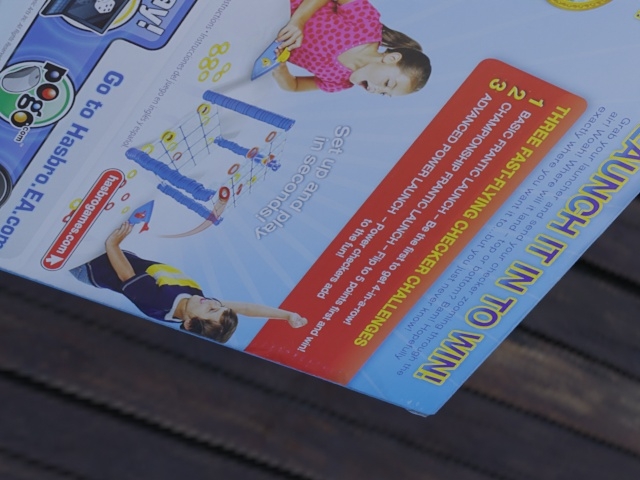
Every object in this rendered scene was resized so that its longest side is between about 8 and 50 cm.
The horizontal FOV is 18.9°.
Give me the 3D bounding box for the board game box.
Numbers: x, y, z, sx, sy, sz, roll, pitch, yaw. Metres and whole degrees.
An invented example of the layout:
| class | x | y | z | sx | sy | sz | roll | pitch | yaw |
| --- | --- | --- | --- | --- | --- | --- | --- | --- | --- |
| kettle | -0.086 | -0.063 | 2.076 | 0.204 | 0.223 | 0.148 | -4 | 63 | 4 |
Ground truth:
| class | x | y | z | sx | sy | sz | roll | pitch | yaw |
| --- | --- | --- | --- | --- | --- | --- | --- | --- | --- |
| board game box | 0.006 | -0.087 | 0.827 | 0.302 | 0.086 | 0.308 | 21 | 126 | -28 |
